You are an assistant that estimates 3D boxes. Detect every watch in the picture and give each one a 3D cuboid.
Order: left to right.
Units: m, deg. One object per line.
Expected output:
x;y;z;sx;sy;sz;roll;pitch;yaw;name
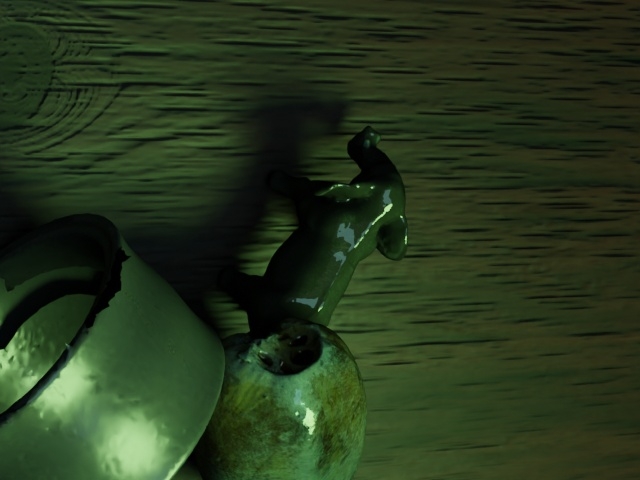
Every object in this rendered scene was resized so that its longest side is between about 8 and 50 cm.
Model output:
-0.237;0.154;1.544;0.327;0.335;0.314;-45;117;-2;watch

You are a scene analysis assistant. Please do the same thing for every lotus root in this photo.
-0.037;0.199;1.697;0.158;0.140;0.322;-20;144;-18;lotus root

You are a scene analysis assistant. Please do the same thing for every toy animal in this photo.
0.005;0.001;1.748;0.114;0.146;0.245;25;87;-28;toy animal
